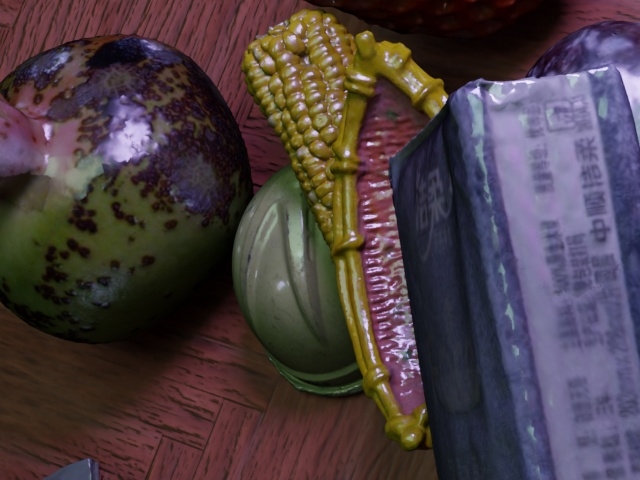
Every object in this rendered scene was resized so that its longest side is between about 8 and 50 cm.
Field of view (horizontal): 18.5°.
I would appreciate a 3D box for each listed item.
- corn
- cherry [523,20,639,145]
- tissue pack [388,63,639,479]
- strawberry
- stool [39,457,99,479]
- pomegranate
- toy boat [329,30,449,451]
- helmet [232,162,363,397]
[{"bbox_3d":[0.033,-0.048,1.604,0.102,0.102,0.313,-31,77,19],"label":"corn"},{"bbox_3d":[0.254,-0.043,1.502,0.255,0.218,0.296,31,110,11],"label":"cherry"},{"bbox_3d":[0.148,0.104,1.294,0.124,0.288,0.394,-8,84,-10],"label":"tissue pack"},{"bbox_3d":[0.088,-0.242,1.684,0.253,0.280,0.150,3,109,18],"label":"strawberry"},{"bbox_3d":[-0.323,0.311,1.718,0.170,0.243,0.269,-19,61,25],"label":"stool"},{"bbox_3d":[-0.230,-0.066,1.753,0.285,0.341,0.285,-15,65,35],"label":"pomegranate"},{"bbox_3d":[0.070,0.002,1.490,0.141,0.099,0.318,-10,79,20],"label":"toy boat"},{"bbox_3d":[-0.001,-0.005,1.706,0.204,0.137,0.257,-1,70,33],"label":"helmet"}]
